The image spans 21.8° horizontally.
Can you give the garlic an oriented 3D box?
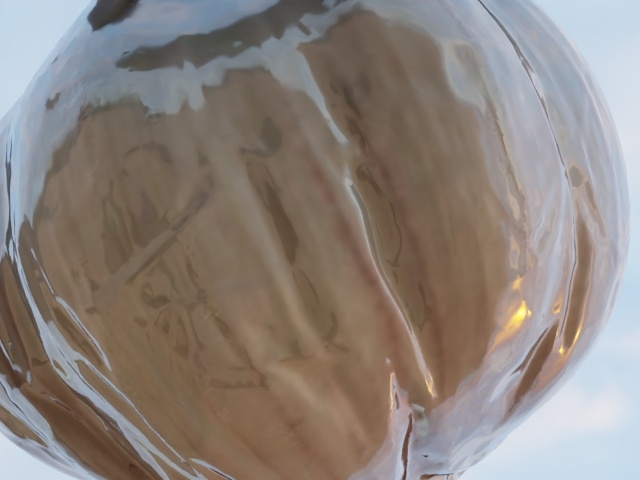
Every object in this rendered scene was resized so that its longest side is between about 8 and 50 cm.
[{"bbox_3d":[0.000,0.000,0.728,0.317,0.317,0.259,-16,-92,14],"label":"garlic"}]
